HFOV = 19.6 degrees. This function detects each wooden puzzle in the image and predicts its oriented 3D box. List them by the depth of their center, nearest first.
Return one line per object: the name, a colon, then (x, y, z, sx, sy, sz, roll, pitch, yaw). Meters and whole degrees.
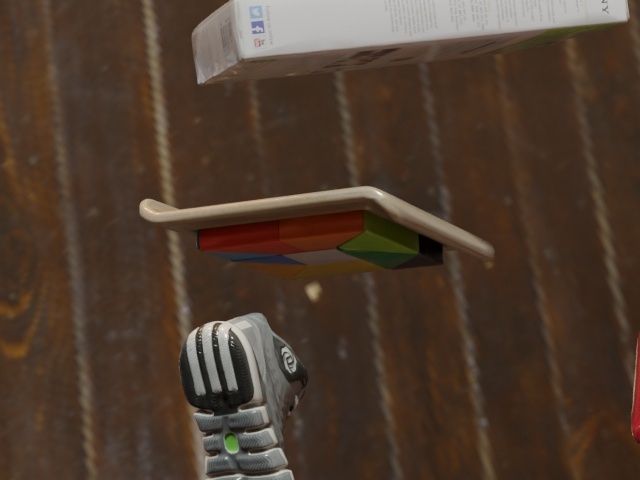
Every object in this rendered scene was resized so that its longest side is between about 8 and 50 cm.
wooden puzzle: (0.000, 0.000, 1.556, 0.221, 0.238, 0.044, 21, 70, -61)

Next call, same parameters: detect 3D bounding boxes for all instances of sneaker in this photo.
sneaker: (-0.041, 0.166, 1.495, 0.132, 0.086, 0.229, -27, 112, -64)

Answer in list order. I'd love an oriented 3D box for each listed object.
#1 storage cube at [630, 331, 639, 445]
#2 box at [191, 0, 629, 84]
storage cube: (0.285, 0.098, 0.935, 0.183, 0.193, 0.215, 58, 17, -5)
box: (0.067, -0.181, 1.556, 0.322, 0.232, 0.058, -6, 91, -13)
